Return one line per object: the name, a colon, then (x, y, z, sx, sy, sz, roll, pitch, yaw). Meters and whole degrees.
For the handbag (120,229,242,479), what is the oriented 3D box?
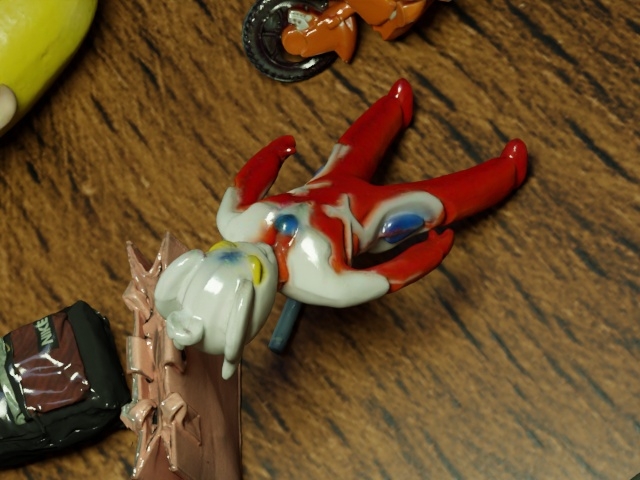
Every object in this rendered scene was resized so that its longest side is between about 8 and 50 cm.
handbag: (-0.112, 0.116, 1.514, 0.059, 0.157, 0.212, -12, 60, 14)

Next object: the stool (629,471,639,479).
stool: (0.316, 0.221, 1.339, 0.228, 0.153, 0.139, -23, 61, 5)

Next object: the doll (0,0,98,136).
doll: (-0.396, -0.137, 1.730, 0.348, 0.161, 0.423, 0, 56, 35)

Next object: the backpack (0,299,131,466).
backpack: (-0.250, 0.129, 1.579, 0.165, 0.106, 0.120, -25, 65, 0)

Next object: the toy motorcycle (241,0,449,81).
toy motorcycle: (0.019, -0.301, 1.621, 0.221, 0.326, 0.148, -12, 30, -4)

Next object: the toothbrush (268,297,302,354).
toothbrush: (0.000, 0.000, 1.616, 0.016, 0.019, 0.219, 17, 71, 18)

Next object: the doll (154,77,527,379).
doll: (0.004, -0.013, 1.493, 0.188, 0.099, 0.384, 28, 45, 25)
